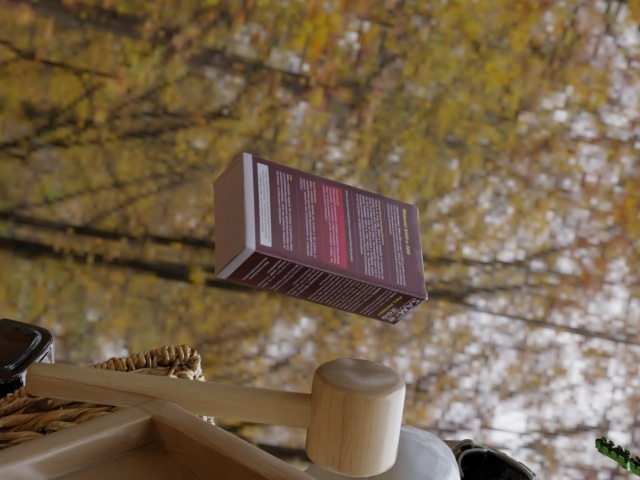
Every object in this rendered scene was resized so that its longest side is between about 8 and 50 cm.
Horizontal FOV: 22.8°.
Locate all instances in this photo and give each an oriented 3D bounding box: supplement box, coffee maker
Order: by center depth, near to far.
[{"bbox_3d":[-0.303,0.175,1.584,0.120,0.171,0.178,-94,-175,-59],"label":"coffee maker"},{"bbox_3d":[0.000,0.000,1.785,0.073,0.239,0.130,-43,-140,45],"label":"supplement box"}]

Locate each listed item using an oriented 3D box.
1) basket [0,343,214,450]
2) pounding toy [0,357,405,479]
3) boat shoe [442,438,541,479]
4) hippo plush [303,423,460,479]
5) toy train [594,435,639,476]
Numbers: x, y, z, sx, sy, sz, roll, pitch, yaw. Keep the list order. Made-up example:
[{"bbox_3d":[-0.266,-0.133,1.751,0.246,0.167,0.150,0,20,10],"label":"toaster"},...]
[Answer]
[{"bbox_3d":[-0.229,0.251,1.528,0.299,0.214,0.223,82,22,-48],"label":"basket"},{"bbox_3d":[-0.049,0.110,0.519,0.181,0.206,0.094,20,-63,45],"label":"pounding toy"},{"bbox_3d":[0.186,0.264,1.823,0.079,0.081,0.227,-46,-148,-16],"label":"boat shoe"},{"bbox_3d":[0.054,0.273,1.387,0.294,0.234,0.236,-27,-118,25],"label":"hippo plush"},{"bbox_3d":[0.358,0.258,1.882,0.083,0.017,0.023,29,-33,46],"label":"toy train"}]
